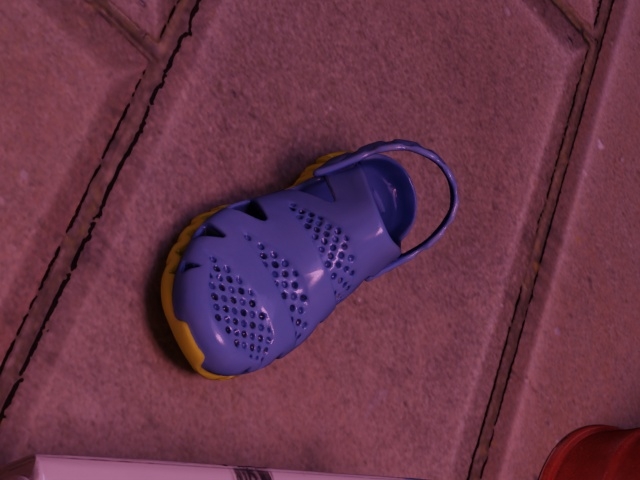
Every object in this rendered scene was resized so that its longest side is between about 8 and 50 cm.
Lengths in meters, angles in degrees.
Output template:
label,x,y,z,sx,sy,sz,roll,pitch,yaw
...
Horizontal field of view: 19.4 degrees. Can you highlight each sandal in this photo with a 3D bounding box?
label,x,y,z,sx,sy,sz,roll,pitch,yaw
sandal,0.000,0.000,1.460,0.317,0.138,0.126,-41,108,-45

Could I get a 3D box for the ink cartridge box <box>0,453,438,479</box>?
label,x,y,z,sx,sy,sz,roll,pitch,yaw
ink cartridge box,-0.061,0.303,1.232,0.395,0.166,0.286,11,66,-40

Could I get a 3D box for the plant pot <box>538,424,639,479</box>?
label,x,y,z,sx,sy,sz,roll,pitch,yaw
plant pot,0.373,0.269,1.654,0.272,0.265,0.272,21,60,-41
